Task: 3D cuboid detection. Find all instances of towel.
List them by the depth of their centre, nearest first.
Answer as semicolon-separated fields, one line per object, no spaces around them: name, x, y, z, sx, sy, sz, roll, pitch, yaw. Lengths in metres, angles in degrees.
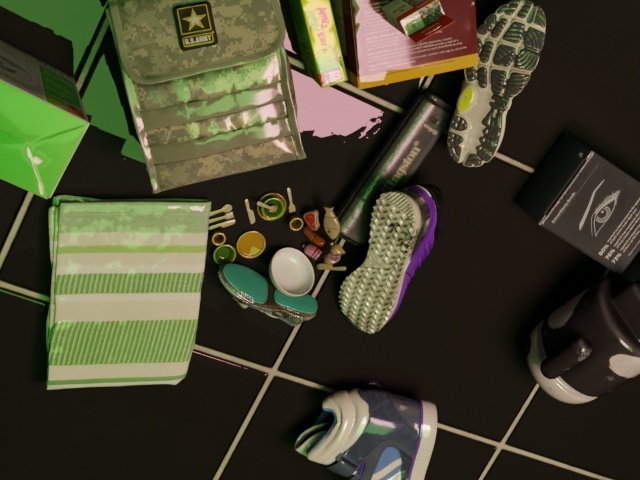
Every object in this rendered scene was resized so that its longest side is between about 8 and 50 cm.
towel;-0.311;0.085;1.793;0.248;0.038;0.325;1;112;-19

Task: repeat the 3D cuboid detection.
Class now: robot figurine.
robot figurine;0.483;0.168;1.963;0.209;0.173;0.278;22;136;-26

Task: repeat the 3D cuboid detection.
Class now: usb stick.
usb stick;0.114;-0.115;1.825;0.077;0.045;0.278;29;102;-25

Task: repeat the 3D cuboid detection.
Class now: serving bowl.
serving bowl;-0.051;0.055;1.843;0.083;0.083;0.027;25;147;-25

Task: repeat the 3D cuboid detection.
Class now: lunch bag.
lunch bag;-0.161;-0.241;1.609;0.235;0.169;0.287;-13;116;-4

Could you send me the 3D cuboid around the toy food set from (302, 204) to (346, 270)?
toy food set;0.000;0.000;1.836;0.078;0.019;0.122;2;122;32

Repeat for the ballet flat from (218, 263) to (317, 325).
ballet flat;-0.096;0.096;1.850;0.188;0.070;0.070;26;104;-23

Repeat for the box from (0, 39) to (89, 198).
box;-0.461;-0.194;1.506;0.262;0.231;0.127;26;104;-25

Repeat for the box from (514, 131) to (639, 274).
box;0.462;-0.063;1.919;0.207;0.108;0.153;30;103;-26

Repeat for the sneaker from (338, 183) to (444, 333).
sneaker;0.134;0.026;1.863;0.146;0.102;0.293;-29;149;-46

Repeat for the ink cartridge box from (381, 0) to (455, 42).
ink cartridge box;0.133;-0.311;1.552;0.063;0.115;0.029;-31;120;-2

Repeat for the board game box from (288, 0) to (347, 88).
board game box;-0.011;-0.325;1.663;0.043;0.092;0.181;-19;118;-9

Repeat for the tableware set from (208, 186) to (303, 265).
tableware set;-0.104;-0.018;1.814;0.154;0.024;0.104;-17;118;-9

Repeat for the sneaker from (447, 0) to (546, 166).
sneaker;0.267;-0.251;1.778;0.107;0.110;0.275;23;113;2

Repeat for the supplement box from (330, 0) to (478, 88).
supplement box;0.118;-0.350;1.671;0.191;0.129;0.194;-13;117;-11

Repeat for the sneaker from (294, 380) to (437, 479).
sneaker;0.060;0.402;2.011;0.236;0.130;0.323;8;116;-10
